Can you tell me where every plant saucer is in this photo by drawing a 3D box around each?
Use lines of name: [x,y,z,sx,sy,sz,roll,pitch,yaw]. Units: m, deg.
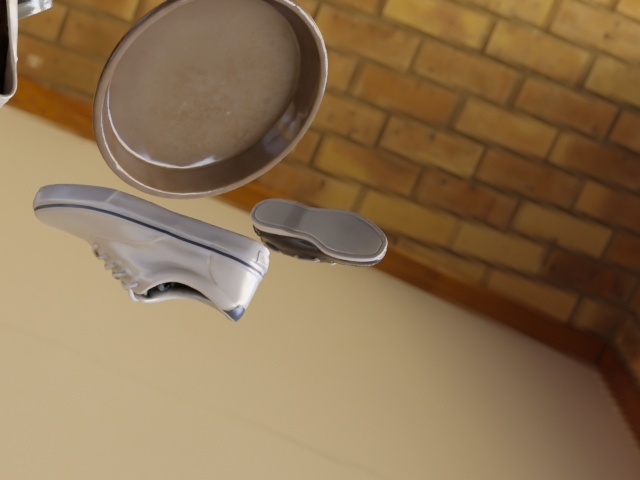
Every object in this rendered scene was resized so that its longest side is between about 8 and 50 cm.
plant saucer: [-0.125,-0.168,1.821,0.278,0.278,0.041,8,-149,-35]

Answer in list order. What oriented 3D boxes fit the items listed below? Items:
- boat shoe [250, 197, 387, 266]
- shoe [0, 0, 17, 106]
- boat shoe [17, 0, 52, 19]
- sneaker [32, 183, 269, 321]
boat shoe: [0.000,0.000,1.342,0.125,0.038,0.046,13,-128,26]
shoe: [-0.259,-0.204,1.234,0.076,0.219,0.058,-8,-177,-29]
boat shoe: [-0.530,-0.265,1.776,0.500,0.156,0.187,-21,-164,-29]
sneaker: [-0.184,0.012,1.671,0.258,0.091,0.094,16,163,15]
